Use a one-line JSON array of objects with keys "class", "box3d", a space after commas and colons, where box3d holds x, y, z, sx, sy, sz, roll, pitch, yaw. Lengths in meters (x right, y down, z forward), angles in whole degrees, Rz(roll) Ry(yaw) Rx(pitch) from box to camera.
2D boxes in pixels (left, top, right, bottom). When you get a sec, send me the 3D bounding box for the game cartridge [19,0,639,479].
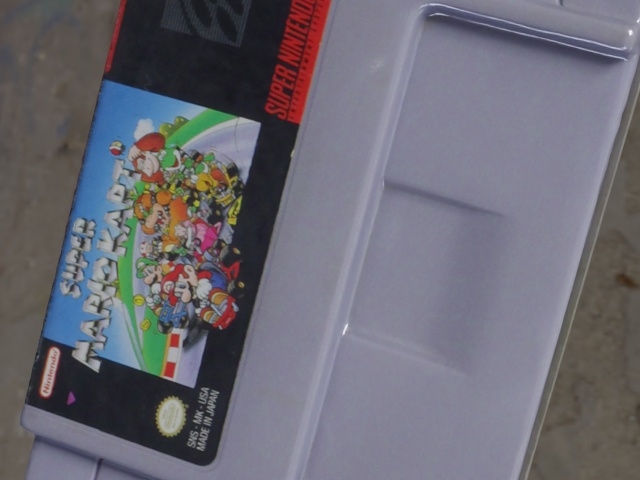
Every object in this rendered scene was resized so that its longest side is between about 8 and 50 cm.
[{"class": "game cartridge", "box3d": [0.000, 0.000, 0.660, 0.230, 0.068, 0.355, 16, 97, 13]}]
